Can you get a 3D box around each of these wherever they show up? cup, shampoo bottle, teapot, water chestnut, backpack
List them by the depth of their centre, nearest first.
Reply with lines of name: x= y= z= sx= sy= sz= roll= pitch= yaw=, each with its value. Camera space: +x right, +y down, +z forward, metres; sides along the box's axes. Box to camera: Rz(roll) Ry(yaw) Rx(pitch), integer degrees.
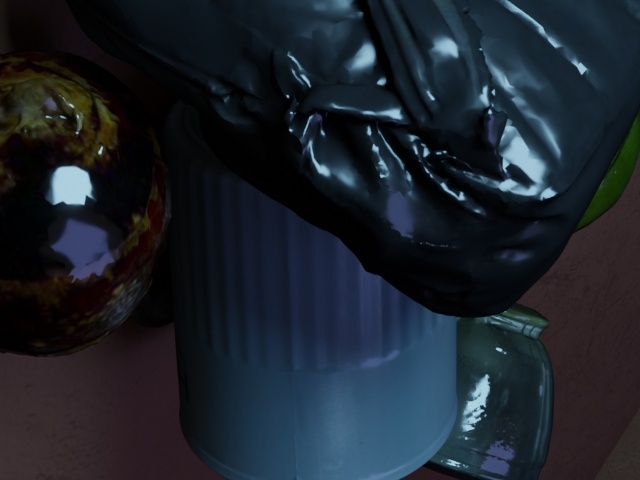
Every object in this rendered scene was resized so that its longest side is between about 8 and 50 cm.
backpack: x=0.022 y=-0.180 z=0.962 sx=0.363 sy=0.446 sz=0.255 roll=-59 pitch=178 yaw=-37
water chestnut: x=-0.211 y=-0.021 z=0.981 sx=0.223 sy=0.224 sz=0.238 roll=-45 pitch=156 yaw=-19
shampoo bottle: x=-0.160 y=-0.007 z=1.215 sx=0.063 sy=0.057 sz=0.207 roll=-41 pitch=148 yaw=-25
cup: x=0.015 y=0.008 z=1.232 sx=0.331 sy=0.257 sz=0.311 roll=-37 pitch=137 yaw=-42
teapot: x=0.153 y=0.165 z=1.754 sx=0.239 sy=0.321 sz=0.239 roll=-173 pitch=-79 yaw=-79

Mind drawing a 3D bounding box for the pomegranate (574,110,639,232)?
pomegranate: x=0.214 y=-0.113 z=1.495 sx=0.254 sy=0.254 sz=0.270 roll=-39 pitch=175 yaw=-28
